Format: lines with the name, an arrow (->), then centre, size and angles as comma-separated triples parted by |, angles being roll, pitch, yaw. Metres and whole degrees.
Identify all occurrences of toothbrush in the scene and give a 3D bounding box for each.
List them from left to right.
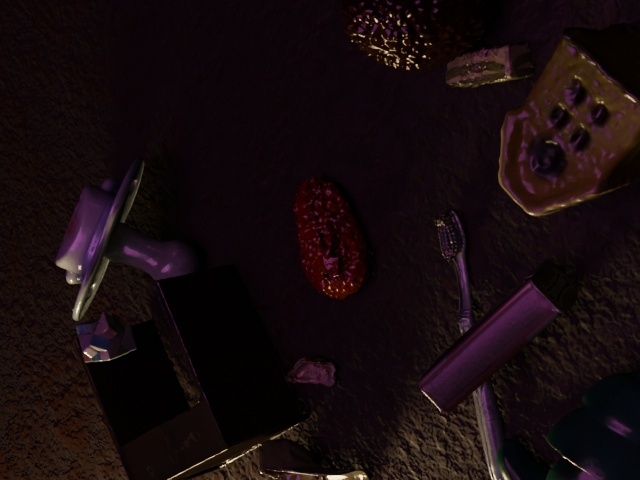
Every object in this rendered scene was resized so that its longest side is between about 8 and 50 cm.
toothbrush -> 0.216, 0.159, 1.875 | 0.035, 0.042, 0.413 | -8, 97, 39

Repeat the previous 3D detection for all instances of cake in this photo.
cake -> 0.225, -0.234, 1.785 | 0.140, 0.055, 0.051 | 1, 102, 56

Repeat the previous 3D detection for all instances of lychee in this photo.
lychee -> 0.119, -0.312, 1.754 | 0.188, 0.188, 0.188 | 10, 106, 37

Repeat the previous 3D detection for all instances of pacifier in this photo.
pacifier -> -0.307, 0.015, 2.191 | 0.226, 0.238, 0.287 | 24, 89, 0

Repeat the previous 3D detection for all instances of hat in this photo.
hat -> -0.003, 0.360, 2.085 | 0.175, 0.085, 0.147 | -5, 139, 21

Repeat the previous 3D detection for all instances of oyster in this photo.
oyster -> -0.014, 0.203, 2.073 | 0.093, 0.034, 0.051 | 5, 119, 27

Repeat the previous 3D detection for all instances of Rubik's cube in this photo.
Rubik's cube -> -0.334, 0.145, 2.050 | 0.075, 0.084, 0.073 | -10, 94, 25

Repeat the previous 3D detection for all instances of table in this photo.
table -> -0.213, 0.223, 2.138 | 0.250, 0.196, 0.282 | -35, 76, 39

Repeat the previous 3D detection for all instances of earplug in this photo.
earplug -> 0.362, 0.279, 1.739 | 0.164, 0.257, 0.280 | 30, 103, -6

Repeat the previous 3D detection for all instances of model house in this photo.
model house -> 0.334, -0.123, 1.615 | 0.175, 0.193, 0.234 | 42, 123, 21

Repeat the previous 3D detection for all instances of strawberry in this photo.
strawberry -> 0.000, 0.000, 1.984 | 0.121, 0.082, 0.188 | -24, 88, 43

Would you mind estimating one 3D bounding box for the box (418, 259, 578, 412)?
box -> 0.235, 0.128, 1.775 | 0.069, 0.120, 0.224 | 47, 114, 4
